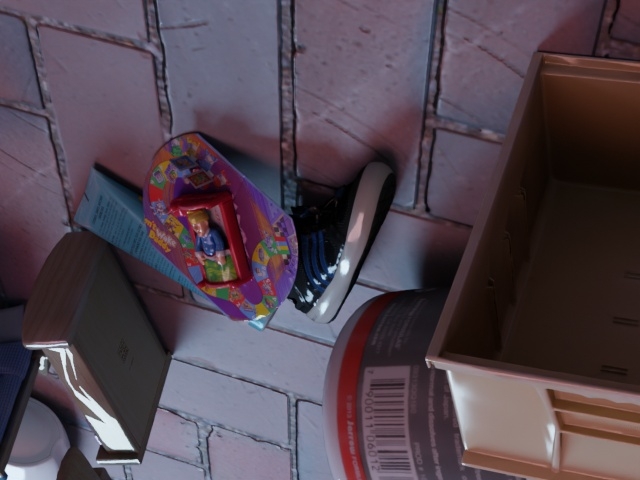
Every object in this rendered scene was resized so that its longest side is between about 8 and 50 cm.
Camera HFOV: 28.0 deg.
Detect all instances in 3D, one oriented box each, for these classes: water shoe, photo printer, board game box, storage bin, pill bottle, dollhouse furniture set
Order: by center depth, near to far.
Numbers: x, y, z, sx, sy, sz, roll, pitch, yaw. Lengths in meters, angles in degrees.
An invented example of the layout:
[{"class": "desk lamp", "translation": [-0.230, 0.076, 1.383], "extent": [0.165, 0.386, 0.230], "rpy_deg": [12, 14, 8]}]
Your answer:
[{"class": "storage bin", "translation": [0.233, 0.025, 0.798], "extent": [0.260, 0.262, 0.123], "rpy_deg": [8, 141, 21]}, {"class": "pill bottle", "translation": [0.201, 0.132, 0.991], "extent": [0.363, 0.210, 0.210], "rpy_deg": [-6, 134, 34]}, {"class": "water shoe", "translation": [0.000, 0.000, 1.057], "extent": [0.080, 0.073, 0.203], "rpy_deg": [27, 142, 4]}, {"class": "board game box", "translation": [-0.097, -0.003, 1.077], "extent": [0.168, 0.033, 0.133], "rpy_deg": [42, 130, 15]}, {"class": "dollhouse furniture set", "translation": [-0.340, 0.150, 1.252], "extent": [0.303, 0.286, 0.198], "rpy_deg": [-4, 136, 17]}, {"class": "photo printer", "translation": [-0.453, 0.248, 1.585], "extent": [0.307, 0.107, 0.256], "rpy_deg": [24, 144, 0]}]

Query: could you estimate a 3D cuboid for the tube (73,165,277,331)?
[{"class": "tube", "translation": [-0.129, 0.010, 1.166], "extent": [0.207, 0.052, 0.080], "rpy_deg": [30, 132, 1]}]
